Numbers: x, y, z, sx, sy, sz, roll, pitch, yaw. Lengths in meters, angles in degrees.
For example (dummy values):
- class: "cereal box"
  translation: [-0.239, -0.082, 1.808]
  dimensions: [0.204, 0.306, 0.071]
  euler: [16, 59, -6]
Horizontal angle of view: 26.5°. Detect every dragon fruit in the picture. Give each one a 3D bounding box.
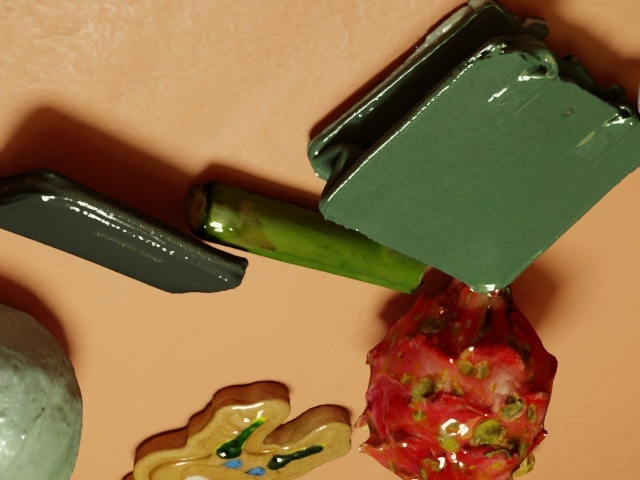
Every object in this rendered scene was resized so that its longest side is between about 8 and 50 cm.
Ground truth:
- class: "dragon fruit"
  translation: [0.149, 0.145, 1.430]
  dimensions: [0.210, 0.205, 0.268]
  euler: [-6, 112, -45]

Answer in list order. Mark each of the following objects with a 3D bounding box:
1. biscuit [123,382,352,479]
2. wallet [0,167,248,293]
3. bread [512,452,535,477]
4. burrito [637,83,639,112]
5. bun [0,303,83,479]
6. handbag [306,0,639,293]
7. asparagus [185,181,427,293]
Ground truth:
- class: "biscuit"
  translation: [-0.120, 0.280, 1.671]
  dimensions: [0.202, 0.047, 0.334]
  euler: [28, 131, -36]
- class: "wallet"
  translation: [-0.196, -0.005, 1.262]
  dimensions: [0.250, 0.044, 0.149]
  euler: [26, 159, -35]
- class: "bread"
  translation: [0.194, 0.280, 1.720]
  dimensions: [0.157, 0.044, 0.052]
  euler: [-4, 136, -5]
- class: "burrito"
  translation: [0.318, -0.184, 1.103]
  dimensions: [0.144, 0.089, 0.229]
  euler: [-40, 158, -34]
- class: "bun"
  translation: [-0.416, 0.214, 1.396]
  dimensions: [0.361, 0.211, 0.362]
  euler: [-9, 144, -7]
- class: "handbag"
  translation: [0.152, -0.079, 1.234]
  dimensions: [0.247, 0.079, 0.260]
  euler: [25, 130, -36]
- class: "asparagus"
  translation: [0.000, 0.002, 1.326]
  dimensions: [0.277, 0.060, 0.067]
  euler: [14, 145, -24]
